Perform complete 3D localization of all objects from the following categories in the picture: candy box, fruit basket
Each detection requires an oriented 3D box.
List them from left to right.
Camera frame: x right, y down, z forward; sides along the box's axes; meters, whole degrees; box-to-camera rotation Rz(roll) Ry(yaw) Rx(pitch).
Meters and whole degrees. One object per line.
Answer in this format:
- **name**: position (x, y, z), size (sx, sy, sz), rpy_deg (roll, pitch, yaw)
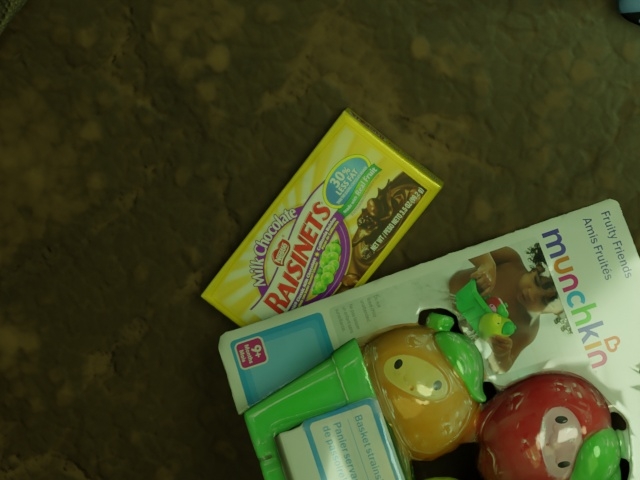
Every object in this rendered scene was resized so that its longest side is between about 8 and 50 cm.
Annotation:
- **candy box**: position (0.000, 0.000, 1.428), size (0.105, 0.027, 0.206), rpy_deg (38, 105, 2)
- **fruit basket**: position (0.127, 0.169, 1.353), size (0.353, 0.165, 0.327), rpy_deg (-20, 79, 6)

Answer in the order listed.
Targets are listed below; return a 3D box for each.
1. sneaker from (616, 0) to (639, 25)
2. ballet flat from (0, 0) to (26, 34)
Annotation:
- **sneaker**: position (0.338, -0.146, 1.311), size (0.232, 0.081, 0.090), rpy_deg (11, 97, 5)
- **ballet flat**: position (-0.257, -0.228, 1.409), size (0.084, 0.058, 0.250), rpy_deg (39, 101, 22)
